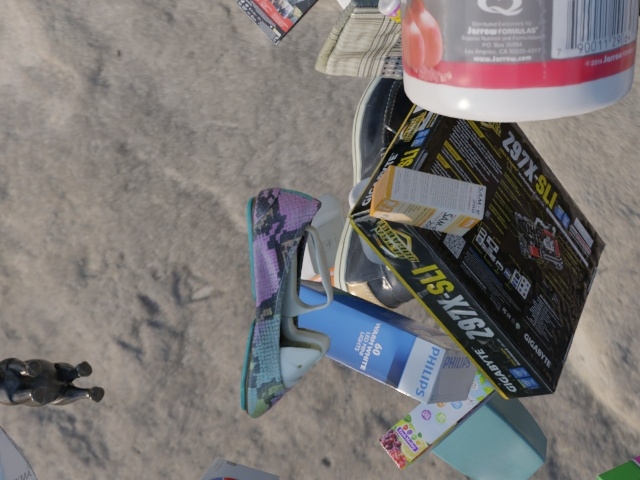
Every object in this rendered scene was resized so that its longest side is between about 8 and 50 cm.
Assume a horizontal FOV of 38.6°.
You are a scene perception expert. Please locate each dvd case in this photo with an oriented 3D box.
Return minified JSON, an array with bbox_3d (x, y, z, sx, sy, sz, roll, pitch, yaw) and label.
[{"bbox_3d":[-0.051,-0.351,1.299,0.087,0.013,0.119,47,106,7],"label":"dvd case"}]

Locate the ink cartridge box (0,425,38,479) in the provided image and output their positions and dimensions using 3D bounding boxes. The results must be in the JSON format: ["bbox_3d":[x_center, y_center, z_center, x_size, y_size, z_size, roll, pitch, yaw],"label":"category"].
[{"bbox_3d":[-0.329,0.176,0.758,0.181,0.056,0.224,-2,95,16],"label":"ink cartridge box"}]

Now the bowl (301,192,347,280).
[{"bbox_3d":[0.000,0.000,1.673,0.053,0.142,0.142,28,138,46],"label":"bowl"}]

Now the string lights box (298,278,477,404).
[{"bbox_3d":[0.067,0.127,1.200,0.260,0.133,0.076,22,95,31],"label":"string lights box"}]

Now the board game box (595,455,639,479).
[{"bbox_3d":[0.340,0.266,0.803,0.064,0.317,0.242,38,130,44],"label":"board game box"}]

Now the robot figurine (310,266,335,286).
[{"bbox_3d":[0.054,0.095,1.840,0.158,0.128,0.219,-27,89,37],"label":"robot figurine"}]

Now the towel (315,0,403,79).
[{"bbox_3d":[0.166,-0.294,1.402,0.312,0.324,0.056,0,85,-9],"label":"towel"}]

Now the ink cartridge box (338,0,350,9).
[{"bbox_3d":[0.095,-0.477,1.632,0.171,0.056,0.235,-28,108,40],"label":"ink cartridge box"}]

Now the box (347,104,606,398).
[{"bbox_3d":[0.202,-0.008,1.093,0.079,0.257,0.322,-19,122,45],"label":"box"}]

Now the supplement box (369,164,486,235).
[{"bbox_3d":[0.104,-0.038,0.893,0.099,0.062,0.036,12,72,-7],"label":"supplement box"}]

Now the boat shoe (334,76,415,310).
[{"bbox_3d":[0.147,-0.103,1.615,0.156,0.187,0.499,-13,57,42],"label":"boat shoe"}]

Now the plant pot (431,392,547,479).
[{"bbox_3d":[0.335,0.383,1.850,0.234,0.165,0.165,38,110,4],"label":"plant pot"}]

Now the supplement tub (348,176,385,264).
[{"bbox_3d":[0.081,-0.026,1.213,0.071,0.071,0.107,-7,138,11],"label":"supplement tub"}]

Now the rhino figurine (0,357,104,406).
[{"bbox_3d":[-0.445,0.208,1.344,0.106,0.243,0.073,-7,76,38],"label":"rhino figurine"}]

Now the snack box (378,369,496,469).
[{"bbox_3d":[0.208,0.303,1.582,0.207,0.174,0.070,-40,74,2],"label":"snack box"}]

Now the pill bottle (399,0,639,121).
[{"bbox_3d":[0.140,-0.258,0.651,0.177,0.176,0.318,-1,113,10],"label":"pill bottle"}]

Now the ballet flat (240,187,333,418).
[{"bbox_3d":[-0.029,0.063,0.819,0.079,0.077,0.221,6,105,11],"label":"ballet flat"}]

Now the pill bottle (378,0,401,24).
[{"bbox_3d":[0.114,-0.277,1.106,0.083,0.043,0.043,22,107,-28],"label":"pill bottle"}]

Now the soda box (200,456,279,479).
[{"bbox_3d":[-0.097,0.280,0.869,0.074,0.216,0.069,16,97,5],"label":"soda box"}]
